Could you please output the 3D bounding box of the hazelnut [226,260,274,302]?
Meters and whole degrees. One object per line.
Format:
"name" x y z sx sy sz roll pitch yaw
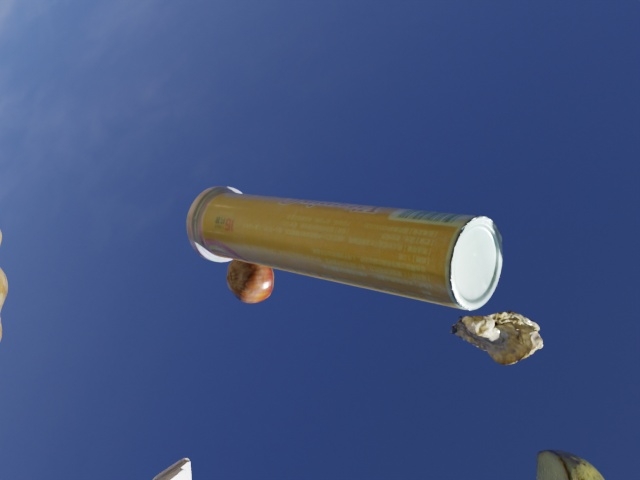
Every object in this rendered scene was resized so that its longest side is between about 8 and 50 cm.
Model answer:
"hazelnut" -0.117 0.063 1.046 0.086 0.086 0.086 -19 -127 28

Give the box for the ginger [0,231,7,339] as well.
"ginger" -0.635 0.031 1.056 0.176 0.256 0.375 -27 -115 -8

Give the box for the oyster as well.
"oyster" 0.273 0.155 1.009 0.163 0.191 0.081 -9 -118 47

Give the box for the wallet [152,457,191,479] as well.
"wallet" -0.186 0.348 0.810 0.025 0.061 0.122 9 -72 27

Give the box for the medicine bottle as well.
"medicine bottle" 0.000 0.000 0.739 0.426 0.108 0.108 9 -110 46

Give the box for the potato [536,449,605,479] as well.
"potato" 0.460 0.412 1.092 0.120 0.149 0.081 5 -94 -4
